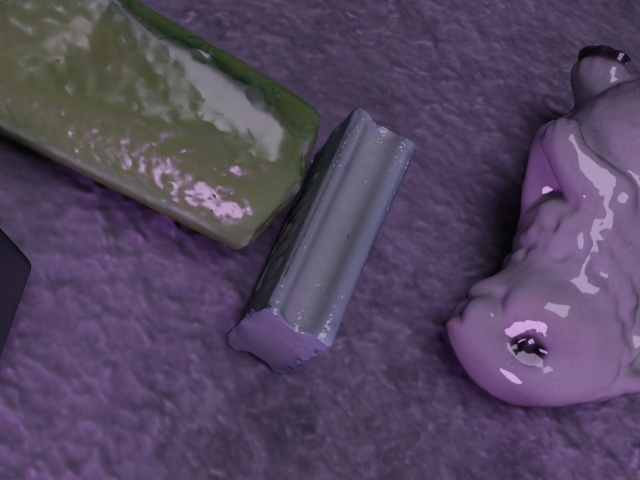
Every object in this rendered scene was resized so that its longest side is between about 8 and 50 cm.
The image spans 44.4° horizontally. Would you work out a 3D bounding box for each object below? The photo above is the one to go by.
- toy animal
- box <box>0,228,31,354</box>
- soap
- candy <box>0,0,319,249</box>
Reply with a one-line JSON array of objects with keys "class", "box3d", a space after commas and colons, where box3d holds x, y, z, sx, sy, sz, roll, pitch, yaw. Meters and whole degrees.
[{"class": "toy animal", "box3d": [0.264, 0.003, 0.725, 0.258, 0.194, 0.357, 38, 75, -33]}, {"class": "box", "box3d": [-0.251, 0.039, 0.525, 0.084, 0.069, 0.122, 5, 65, 14]}, {"class": "soap", "box3d": [0.000, 0.000, 0.634, 0.063, 0.114, 0.198, 30, 61, -10]}, {"class": "candy", "box3d": [-0.166, -0.122, 0.613, 0.343, 0.132, 0.142, 30, 104, -8]}]
